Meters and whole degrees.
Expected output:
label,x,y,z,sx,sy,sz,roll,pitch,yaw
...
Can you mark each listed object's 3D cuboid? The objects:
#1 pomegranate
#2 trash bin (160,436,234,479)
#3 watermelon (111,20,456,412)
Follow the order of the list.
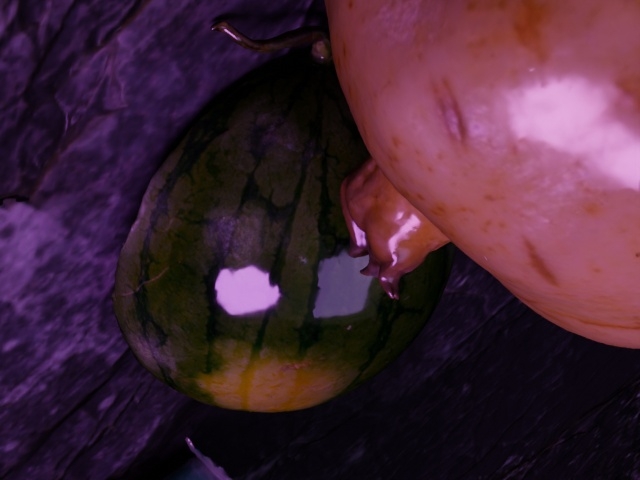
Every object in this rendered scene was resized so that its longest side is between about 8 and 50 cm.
label,x,y,z,sx,sy,sz,roll,pitch,yaw
pomegranate,0.136,-0.098,0.755,0.342,0.342,0.342,-31,150,-21
trash bin,-0.154,0.329,1.036,0.381,0.259,0.295,-41,152,-17
watermelon,-0.001,0.006,0.901,0.204,0.127,0.232,-3,127,-46
